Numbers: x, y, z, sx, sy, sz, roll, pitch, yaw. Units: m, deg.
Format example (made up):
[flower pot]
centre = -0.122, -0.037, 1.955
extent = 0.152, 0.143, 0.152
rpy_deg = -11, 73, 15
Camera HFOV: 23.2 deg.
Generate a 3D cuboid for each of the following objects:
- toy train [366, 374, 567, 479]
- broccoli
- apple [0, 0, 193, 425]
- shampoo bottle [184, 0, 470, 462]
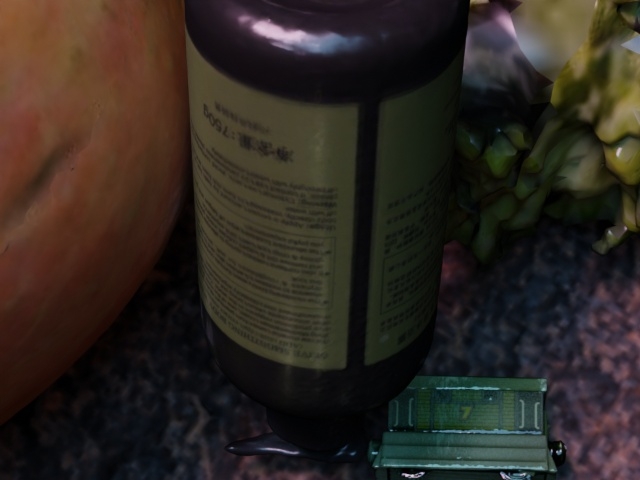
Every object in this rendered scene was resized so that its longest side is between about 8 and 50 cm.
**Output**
[toy train]
centre = 0.069, 0.092, 0.733
extent = 0.093, 0.038, 0.056
rpy_deg = 1, 65, 7
[broccoli]
centre = 0.129, -0.152, 0.719
extent = 0.324, 0.272, 0.334
rpy_deg = -6, 74, 46
[apple]
centre = -0.241, -0.068, 0.637
extent = 0.391, 0.391, 0.346
rpy_deg = 42, 92, 17
[shampoo bottle]
centre = 0.000, 0.000, 0.629
extent = 0.101, 0.284, 0.101
rpy_deg = 1, 46, -1
